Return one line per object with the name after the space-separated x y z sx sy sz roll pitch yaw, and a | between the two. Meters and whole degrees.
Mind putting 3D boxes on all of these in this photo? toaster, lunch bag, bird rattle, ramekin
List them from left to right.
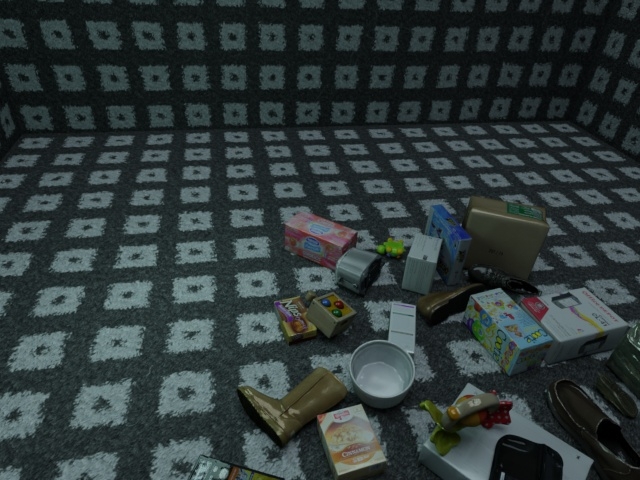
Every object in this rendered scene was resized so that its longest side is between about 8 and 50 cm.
0.160 0.117 1.905 0.146 0.129 0.227 20 40 25 | toaster
0.195 0.435 1.463 0.207 0.109 0.207 -1 44 1 | ramekin
0.409 0.473 1.227 0.254 0.207 0.143 -11 55 -3 | bird rattle
1.118 0.387 1.480 0.169 0.287 0.235 -7 38 -15 | lunch bag

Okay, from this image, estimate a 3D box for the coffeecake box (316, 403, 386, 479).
0.084 0.580 1.306 0.142 0.068 0.185 -9 37 -16 | coffeecake box

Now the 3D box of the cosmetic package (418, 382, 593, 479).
0.512 0.614 1.273 0.377 0.097 0.284 29 45 31 | cosmetic package

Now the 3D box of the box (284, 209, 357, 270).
0.000 0.000 2.030 0.300 0.154 0.142 22 40 23 | box

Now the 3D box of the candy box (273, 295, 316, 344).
-0.096 0.294 1.699 0.109 0.053 0.186 -10 39 -19 | candy box

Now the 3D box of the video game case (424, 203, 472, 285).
0.536 0.017 1.976 0.061 0.244 0.269 -7 37 -12 | video game case

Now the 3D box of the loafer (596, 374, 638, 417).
0.971 0.513 1.498 0.056 0.050 0.148 -15 55 -19 | loafer

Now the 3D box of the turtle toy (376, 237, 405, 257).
0.321 0.040 2.077 0.130 0.066 0.095 9 36 8 | turtle toy

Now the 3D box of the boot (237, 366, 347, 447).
-0.089 0.480 1.423 0.269 0.089 0.236 -29 58 -37 | boot

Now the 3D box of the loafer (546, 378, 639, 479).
0.829 0.552 1.358 0.134 0.130 0.366 -6 37 -14 | loafer

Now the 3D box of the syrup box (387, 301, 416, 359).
0.289 0.337 1.638 0.096 0.093 0.237 9 36 8 | syrup box

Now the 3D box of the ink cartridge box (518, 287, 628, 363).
0.922 0.310 1.703 0.306 0.131 0.226 -9 37 -15 | ink cartridge box

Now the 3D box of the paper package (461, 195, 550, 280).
0.774 -0.013 1.984 0.325 0.309 0.168 13 37 11 | paper package

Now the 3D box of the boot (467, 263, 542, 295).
0.735 0.157 1.838 0.263 0.091 0.229 16 2 13 | boot

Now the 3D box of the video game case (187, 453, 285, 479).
-0.248 0.700 1.140 0.248 0.035 0.275 11 36 10 | video game case

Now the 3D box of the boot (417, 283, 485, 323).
0.520 0.225 1.815 0.305 0.112 0.115 -17 30 -23 | boot

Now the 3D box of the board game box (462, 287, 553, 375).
0.666 0.324 1.649 0.144 0.142 0.275 -10 38 -19 | board game box

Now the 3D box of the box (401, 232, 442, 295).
0.425 0.098 1.907 0.119 0.182 0.181 14 37 14 | box

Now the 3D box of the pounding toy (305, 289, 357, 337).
0.030 0.240 1.710 0.206 0.094 0.181 39 29 26 | pounding toy

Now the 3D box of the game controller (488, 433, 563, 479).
0.505 0.632 1.133 0.166 0.067 0.319 6 33 29 | game controller
